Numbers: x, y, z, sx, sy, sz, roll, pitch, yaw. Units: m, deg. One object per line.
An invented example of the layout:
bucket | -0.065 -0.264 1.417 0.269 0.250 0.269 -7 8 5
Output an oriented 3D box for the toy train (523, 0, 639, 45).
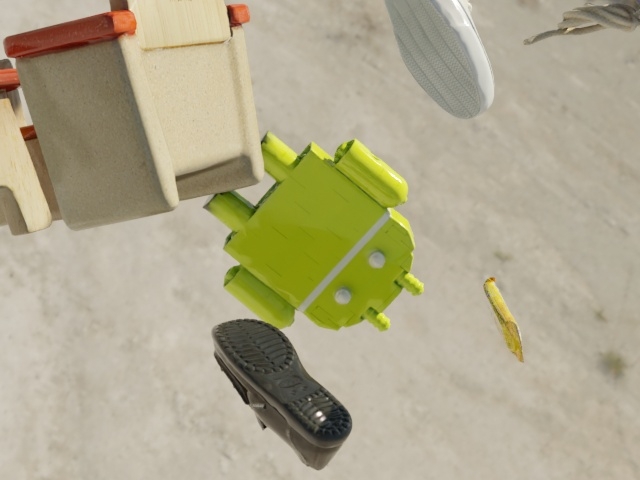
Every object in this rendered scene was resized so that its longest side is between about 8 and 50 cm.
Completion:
toy train | 0.266 -0.209 0.869 0.248 0.143 0.105 -12 45 -17

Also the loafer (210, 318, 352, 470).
loafer | -0.053 0.163 1.325 0.080 0.078 0.220 -9 37 -32

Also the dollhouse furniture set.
dollhouse furniture set | -0.161 -0.064 0.548 0.262 0.259 0.135 -24 102 -62

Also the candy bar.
candy bar | 0.177 0.074 1.219 0.161 0.018 0.040 -91 165 -76

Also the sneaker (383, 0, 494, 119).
sneaker | 0.114 -0.246 1.231 0.091 0.094 0.258 -37 108 -32

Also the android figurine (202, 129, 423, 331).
android figurine | 0.000 0.000 1.512 0.273 0.248 0.056 41 15 -11
